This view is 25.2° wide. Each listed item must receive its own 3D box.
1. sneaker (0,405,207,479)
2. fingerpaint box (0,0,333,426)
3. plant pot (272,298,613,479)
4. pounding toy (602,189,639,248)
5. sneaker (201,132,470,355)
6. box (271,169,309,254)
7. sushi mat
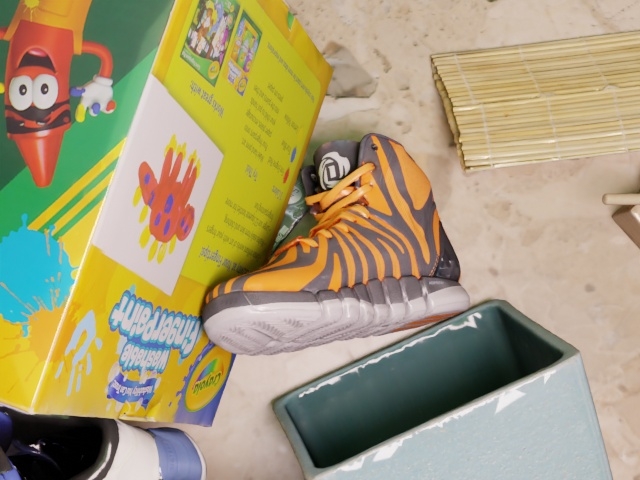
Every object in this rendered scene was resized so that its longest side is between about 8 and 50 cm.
[{"bbox_3d":[-0.275,0.220,1.229,0.315,0.182,0.127,-28,53,12],"label":"sneaker"},{"bbox_3d":[-0.159,-0.048,1.169,0.163,0.445,0.371,18,86,13],"label":"fingerpaint box"},{"bbox_3d":[0.131,0.233,1.290,0.247,0.248,0.252,-25,102,-5],"label":"plant pot"},{"bbox_3d":[0.351,-0.027,1.380,0.130,0.100,0.141,-42,90,-5],"label":"pounding toy"},{"bbox_3d":[0.000,0.000,1.295,0.124,0.321,0.180,-22,78,37],"label":"sneaker"},{"bbox_3d":[-0.047,-0.038,1.396,0.067,0.018,0.083,40,85,0],"label":"box"},{"bbox_3d":[0.276,-0.141,1.388,0.316,0.019,0.151,-7,52,-4],"label":"sushi mat"}]
